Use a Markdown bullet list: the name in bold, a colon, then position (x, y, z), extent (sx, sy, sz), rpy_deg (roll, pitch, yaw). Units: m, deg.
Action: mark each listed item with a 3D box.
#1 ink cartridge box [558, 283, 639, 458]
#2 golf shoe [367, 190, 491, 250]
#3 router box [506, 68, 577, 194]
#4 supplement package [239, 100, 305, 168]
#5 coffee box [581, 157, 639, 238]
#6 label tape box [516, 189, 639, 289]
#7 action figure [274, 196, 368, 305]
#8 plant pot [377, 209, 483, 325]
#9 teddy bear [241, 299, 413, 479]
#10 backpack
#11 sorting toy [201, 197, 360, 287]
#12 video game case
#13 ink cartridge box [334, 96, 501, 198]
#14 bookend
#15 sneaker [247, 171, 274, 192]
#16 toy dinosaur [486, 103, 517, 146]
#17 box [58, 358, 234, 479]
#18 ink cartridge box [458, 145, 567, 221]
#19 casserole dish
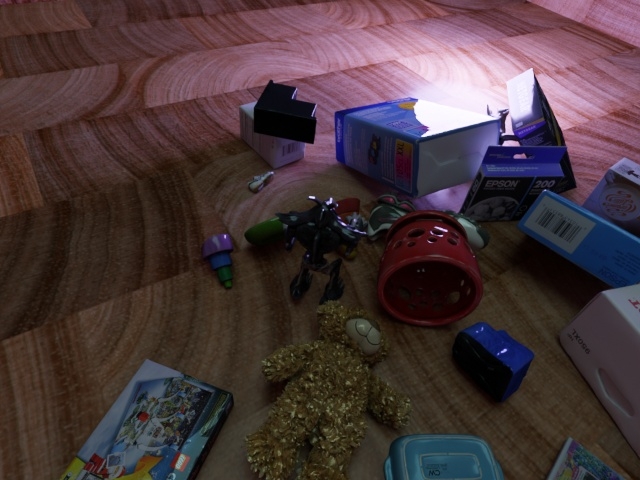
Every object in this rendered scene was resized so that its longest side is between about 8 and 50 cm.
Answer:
- **ink cartridge box**: position (0.701, 0.215, 0.752), extent (0.395, 0.166, 0.285), rpy_deg (-8, 48, -14)
- **golf shoe**: position (0.241, -0.013, 0.973), extent (0.273, 0.105, 0.120), rpy_deg (18, 62, 18)
- **router box**: position (0.626, -0.311, 1.207), extent (0.081, 0.243, 0.308), rpy_deg (-22, 31, 36)
- **supplement package**: position (-0.135, -0.300, 1.175), extent (0.105, 0.105, 0.179), rpy_deg (-27, 56, -28)
- **coffee box**: position (0.826, -0.078, 1.069), extent (0.098, 0.141, 0.246), rpy_deg (-27, 57, -30)
- **label tape box**: position (0.614, -0.005, 0.969), extent (0.241, 0.105, 0.334), rpy_deg (40, 23, 27)
- **action figure**: position (0.000, 0.000, 0.786), extent (0.164, 0.275, 0.140), rpy_deg (11, 47, 2)
- **plant pot**: position (0.211, 0.044, 0.835), extent (0.191, 0.191, 0.174), rpy_deg (10, 44, 2)
- **teddy bear**: position (0.021, 0.238, 0.678), extent (0.245, 0.113, 0.338), rpy_deg (36, 52, 22)
- **backpack**: position (0.304, 0.208, 0.758), extent (0.101, 0.097, 0.120), rpy_deg (-17, 37, -34)
- **sorting toy**: position (-0.062, 0.016, 0.909), extent (0.366, 0.127, 0.126), rpy_deg (-17, 80, -18)
- **video game case**: position (0.410, 0.405, 0.634), extent (0.143, 0.019, 0.157), rpy_deg (37, 53, 26)
- **ink cartridge box**: position (0.217, -0.268, 1.116), extent (0.270, 0.151, 0.395), rpy_deg (-19, 32, -25)
- **bookend**: position (-0.077, -0.334, 1.092), extent (0.156, 0.072, 0.157), rpy_deg (11, 46, 2)
- **sneaker**: position (-0.153, -0.158, 1.087), extent (0.037, 0.031, 0.083), rpy_deg (29, 49, 19)
- **toy dinosaur**: position (0.484, -0.288, 1.264), extent (0.314, 0.121, 0.160), rpy_deg (-33, 46, -27)
- **box**: position (-0.253, 0.307, 0.619), extent (0.159, 0.044, 0.233), rpy_deg (18, 47, 10)
- **ink cartridge box**: position (0.466, -0.132, 1.024), extent (0.207, 0.208, 0.045), rpy_deg (-2, 47, -9)
- **casserole dish**: position (0.193, 0.350, 0.645), extent (0.189, 0.037, 0.114), rpy_deg (2, 46, -5)
